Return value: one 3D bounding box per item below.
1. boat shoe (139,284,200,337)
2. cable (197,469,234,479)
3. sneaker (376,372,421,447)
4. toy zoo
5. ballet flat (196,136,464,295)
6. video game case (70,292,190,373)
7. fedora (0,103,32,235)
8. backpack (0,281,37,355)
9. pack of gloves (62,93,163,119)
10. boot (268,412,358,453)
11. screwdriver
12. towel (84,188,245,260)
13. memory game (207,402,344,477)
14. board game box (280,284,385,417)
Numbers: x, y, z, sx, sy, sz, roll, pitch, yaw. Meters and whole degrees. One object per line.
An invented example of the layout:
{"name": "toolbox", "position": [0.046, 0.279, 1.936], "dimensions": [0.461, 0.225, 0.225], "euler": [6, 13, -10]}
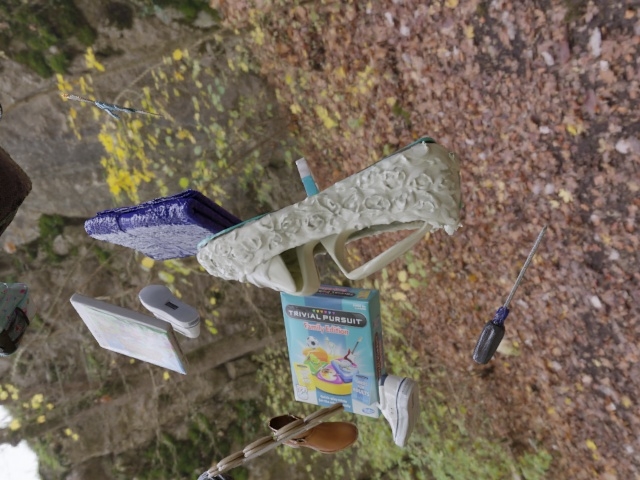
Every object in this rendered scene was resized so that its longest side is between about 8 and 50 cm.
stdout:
{"name": "boat shoe", "position": [-0.458, 0.218, 1.603], "dimensions": [0.258, 0.095, 0.084], "euler": [27, 134, 38]}
{"name": "cable", "position": [-0.081, 0.415, 0.752], "dimensions": [0.287, 0.072, 0.140], "euler": [-10, 64, 45]}
{"name": "sneaker", "position": [0.186, 0.403, 1.284], "dimensions": [0.091, 0.094, 0.258], "euler": [21, 136, 29]}
{"name": "toy zoo", "position": [0.000, -0.104, 1.476], "dimensions": [0.192, 0.030, 0.293], "euler": [59, -172, -41]}
{"name": "ballet flat", "position": [0.000, 0.000, 0.710], "dimensions": [0.147, 0.408, 0.147], "euler": [43, -146, -40]}
{"name": "video game case", "position": [-0.380, 0.193, 1.076], "dimensions": [0.193, 0.212, 0.023], "euler": [90, -162, -52]}
{"name": "fedora", "position": [-0.546, -0.053, 0.780], "dimensions": [0.152, 0.334, 0.334], "euler": [41, -178, -19]}
{"name": "backpack", "position": [-0.808, 0.182, 1.311], "dimensions": [0.188, 0.165, 0.145], "euler": [-85, -12, -60]}
{"name": "pack of gloves", "position": [-0.648, -0.404, 1.665], "dimensions": [0.232, 0.195, 0.046], "euler": [-9, -67, -65]}
{"name": "boot", "position": [-0.017, 0.445, 1.238], "dimensions": [0.152, 0.197, 0.073], "euler": [69, -166, -53]}
{"name": "screwdriver", "position": [0.206, 0.060, 0.569], "dimensions": [0.024, 0.025, 0.170], "euler": [35, 110, 39]}
{"name": "towel", "position": [-0.313, -0.027, 1.135], "dimensions": [0.227, 0.308, 0.076], "euler": [31, -121, -54]}
{"name": "memory game", "position": [-0.053, 0.245, 0.654], "dimensions": [0.012, 0.186, 0.186], "euler": [63, 167, 19]}
{"name": "board game box", "position": [0.038, 0.288, 1.414], "dimensions": [0.079, 0.253, 0.336], "euler": [-36, -56, -56]}
